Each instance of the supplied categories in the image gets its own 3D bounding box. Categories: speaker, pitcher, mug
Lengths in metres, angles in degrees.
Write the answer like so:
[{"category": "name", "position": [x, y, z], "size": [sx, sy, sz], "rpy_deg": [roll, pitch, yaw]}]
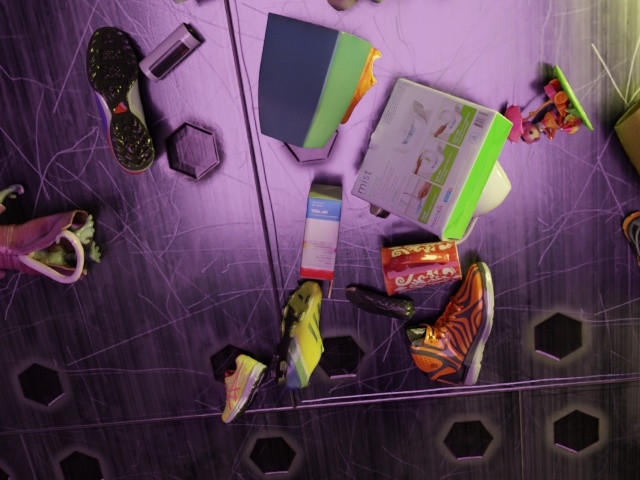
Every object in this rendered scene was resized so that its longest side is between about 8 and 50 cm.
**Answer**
[{"category": "speaker", "position": [-0.322, -0.404, 1.390], "size": [0.136, 0.055, 0.055], "rpy_deg": [-37, 103, 13]}, {"category": "pitcher", "position": [0.322, -0.084, 1.437], "size": [0.207, 0.126, 0.177], "rpy_deg": [-32, 125, 23]}, {"category": "mug", "position": [0.228, 0.063, 1.458], "size": [0.169, 0.150, 0.113], "rpy_deg": [-9, 103, 10]}]

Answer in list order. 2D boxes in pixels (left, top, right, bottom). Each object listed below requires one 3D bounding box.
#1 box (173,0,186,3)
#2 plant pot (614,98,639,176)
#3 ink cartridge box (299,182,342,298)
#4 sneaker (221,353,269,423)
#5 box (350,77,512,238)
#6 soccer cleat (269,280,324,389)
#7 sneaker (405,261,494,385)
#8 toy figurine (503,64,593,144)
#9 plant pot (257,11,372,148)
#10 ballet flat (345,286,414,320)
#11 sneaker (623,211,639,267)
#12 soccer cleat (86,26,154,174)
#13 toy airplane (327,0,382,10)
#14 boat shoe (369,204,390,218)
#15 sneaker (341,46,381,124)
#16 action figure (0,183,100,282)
[{"category": "box", "position": [-0.171, -0.625, 1.264], "size": [0.321, 0.058, 0.233], "rpy_deg": [-15, 84, 7]}, {"category": "plant pot", "position": [0.742, -0.190, 1.326], "size": [0.254, 0.237, 0.237], "rpy_deg": [44, 106, 3]}, {"category": "ink cartridge box", "position": [0.000, 0.000, 1.464], "size": [0.077, 0.134, 0.231], "rpy_deg": [7, 108, 0]}, {"category": "sneaker", "position": [-0.208, 0.372, 1.640], "size": [0.094, 0.081, 0.209], "rpy_deg": [35, 112, 15]}, {"category": "box", "position": [0.222, -0.167, 1.330], "size": [0.231, 0.126, 0.262], "rpy_deg": [27, 101, 30]}, {"category": "soccer cleat", "position": [-0.039, 0.232, 1.584], "size": [0.121, 0.093, 0.289], "rpy_deg": [7, 107, -31]}, {"category": "sneaker", "position": [0.296, 0.198, 1.519], "size": [0.179, 0.125, 0.322], "rpy_deg": [6, 109, 0]}, {"category": "toy figurine", "position": [0.470, -0.259, 1.381], "size": [0.159, 0.130, 0.173], "rpy_deg": [-29, 130, 26]}, {"category": "plant pot", "position": [-0.027, -0.312, 1.310], "size": [0.165, 0.165, 0.235], "rpy_deg": [22, 105, 21]}, {"category": "ballet flat", "position": [0.142, 0.149, 1.562], "size": [0.173, 0.049, 0.058], "rpy_deg": [19, 136, 2]}, {"category": "sneaker", "position": [0.761, 0.036, 1.460], "size": [0.084, 0.083, 0.215], "rpy_deg": [-38, 104, 13]}, {"category": "soccer cleat", "position": [-0.439, -0.299, 1.412], "size": [0.108, 0.116, 0.319], "rpy_deg": [-15, 92, -21]}, {"category": "toy airplane", "position": [0.207, -0.602, 1.180], "size": [0.385, 0.272, 0.385], "rpy_deg": [17, 98, 32]}, {"category": "boat shoe", "position": [0.159, -0.112, 1.468], "size": [0.042, 0.049, 0.133], "rpy_deg": [19, 104, -32]}, {"category": "sneaker", "position": [0.082, -0.329, 1.389], "size": [0.067, 0.064, 0.175], "rpy_deg": [17, 112, -13]}, {"category": "action figure", "position": [-0.698, 0.029, 1.457], "size": [0.369, 0.276, 0.248], "rpy_deg": [1, 115, -12]}]
